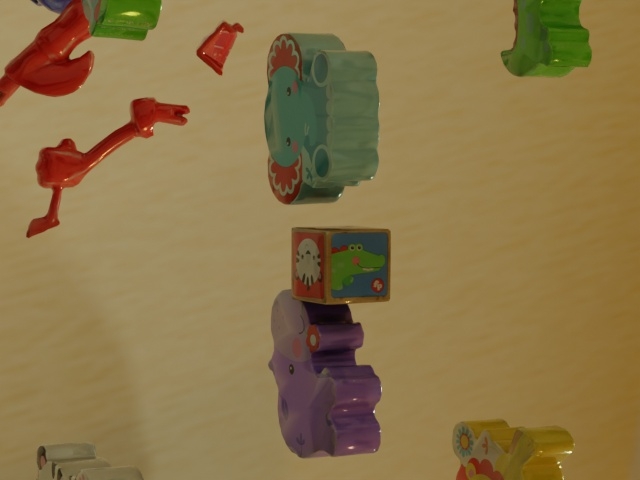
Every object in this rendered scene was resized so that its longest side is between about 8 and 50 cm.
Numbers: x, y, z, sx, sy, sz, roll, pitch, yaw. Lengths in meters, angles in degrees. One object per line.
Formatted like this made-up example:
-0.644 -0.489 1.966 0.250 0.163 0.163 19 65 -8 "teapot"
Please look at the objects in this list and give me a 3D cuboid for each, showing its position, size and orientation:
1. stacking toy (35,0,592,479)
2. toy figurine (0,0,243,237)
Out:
0.000 0.000 0.555 0.052 0.167 0.221 7 -84 61 "stacking toy"
-0.215 -0.183 0.983 0.362 0.191 0.217 38 3 -8 "toy figurine"
